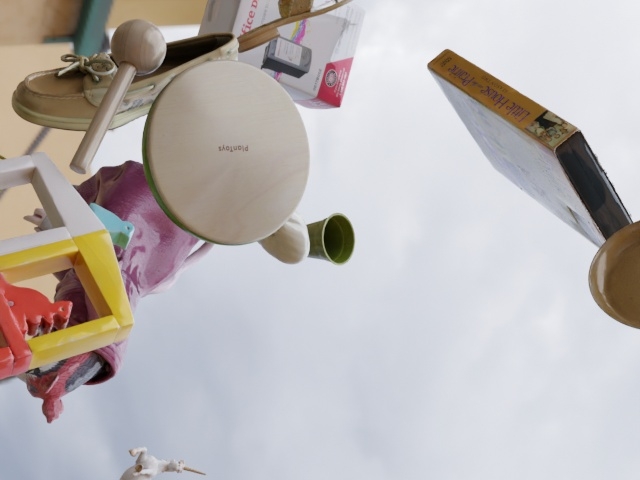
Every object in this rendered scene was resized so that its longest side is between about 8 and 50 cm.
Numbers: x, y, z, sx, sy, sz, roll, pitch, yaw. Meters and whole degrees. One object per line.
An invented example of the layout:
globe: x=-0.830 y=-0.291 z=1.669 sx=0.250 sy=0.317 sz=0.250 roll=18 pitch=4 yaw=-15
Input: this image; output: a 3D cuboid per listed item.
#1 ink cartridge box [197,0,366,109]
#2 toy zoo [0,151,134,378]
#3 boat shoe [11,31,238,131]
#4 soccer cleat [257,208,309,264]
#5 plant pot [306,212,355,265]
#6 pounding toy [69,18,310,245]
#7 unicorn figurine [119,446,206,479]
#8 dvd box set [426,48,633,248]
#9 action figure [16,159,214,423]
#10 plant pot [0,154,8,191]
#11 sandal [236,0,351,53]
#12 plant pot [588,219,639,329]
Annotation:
ink cartridge box: x=-0.078 y=-0.421 z=1.971 sx=0.131 sy=0.306 sz=0.226 roll=12 pitch=-94 yaw=51
toy zoo: x=-0.283 y=0.024 z=0.783 sx=0.192 sy=0.293 sz=0.030 roll=58 pitch=-39 yaw=22
boat shoe: x=-0.234 y=-0.203 z=1.180 sx=0.104 sy=0.285 sz=0.089 roll=49 pitch=-39 yaw=36
soccer cleat: x=-0.079 y=-0.053 z=1.125 sx=0.068 sy=0.076 sz=0.196 roll=-27 pitch=-83 yaw=20
plant pot: x=0.000 y=0.000 z=1.544 sx=0.079 sy=0.083 sz=0.083 roll=-4 pitch=-84 yaw=41
pounding toy: x=-0.135 y=-0.094 z=0.975 sx=0.110 sy=0.237 sz=0.183 roll=-5 pitch=-118 yaw=56
unicorn figurine: x=-0.262 y=0.343 z=1.399 sx=0.060 sy=0.162 sz=0.111 roll=60 pitch=-4 yaw=23
dvd box set: x=0.375 y=-0.159 z=1.724 sx=0.307 sy=0.062 sz=0.420 roll=48 pitch=1 yaw=-36
action figure: x=-0.276 y=0.078 z=1.208 sx=0.248 sy=0.275 sz=0.370 roll=-43 pitch=-151 yaw=39
plant pot: x=-0.464 y=-0.058 z=0.923 sx=0.212 sy=0.212 sz=0.187 roll=29 pitch=-90 yaw=18
sandal: x=-0.043 y=-0.381 z=1.529 sx=0.088 sy=0.240 sz=0.079 roll=15 pitch=-47 yaw=63
plant pot: x=0.528 y=0.052 z=1.465 sx=0.236 sy=0.236 sz=0.032 roll=33 pitch=-21 yaw=50
